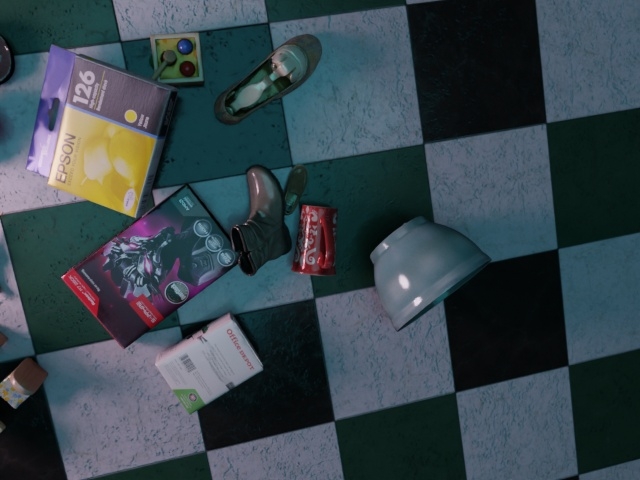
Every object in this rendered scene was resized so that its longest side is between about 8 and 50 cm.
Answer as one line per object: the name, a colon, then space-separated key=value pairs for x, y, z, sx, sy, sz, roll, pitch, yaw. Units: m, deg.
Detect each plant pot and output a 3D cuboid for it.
plant pot: x=0.249 y=0.063 z=1.521 sx=0.293 sy=0.293 sz=0.196 roll=-36 pitch=77 yaw=-4

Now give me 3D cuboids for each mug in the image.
mug: x=0.005 y=0.000 z=1.522 sx=0.113 sy=0.150 sz=0.169 roll=2 pitch=94 yaw=-49

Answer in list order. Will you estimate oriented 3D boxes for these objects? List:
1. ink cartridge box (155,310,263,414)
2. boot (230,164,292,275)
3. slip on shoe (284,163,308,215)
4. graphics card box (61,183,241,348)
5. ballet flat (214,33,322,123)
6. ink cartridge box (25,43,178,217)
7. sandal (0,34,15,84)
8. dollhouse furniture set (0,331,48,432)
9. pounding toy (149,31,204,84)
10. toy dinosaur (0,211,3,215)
ink cartridge box: x=-0.277 y=0.305 z=1.533 sx=0.219 sy=0.092 sz=0.160 roll=-30 pitch=103 yaw=-5
boot: x=-0.155 y=-0.050 z=1.464 sx=0.084 sy=0.161 sz=0.246 roll=-6 pitch=104 yaw=36
slip on shoe: x=-0.067 y=-0.127 z=1.534 sx=0.052 sy=0.041 sz=0.135 roll=24 pitch=93 yaw=-13
graphics card box: x=-0.400 y=0.060 z=1.475 sx=0.371 sy=0.094 sz=0.232 roll=-37 pitch=102 yaw=-5
ballet flat: x=-0.116 y=-0.384 z=1.454 sx=0.316 sy=0.106 sz=0.107 roll=-41 pitch=103 yaw=-3
ink cartridge box: x=-0.506 y=-0.244 z=1.361 sx=0.307 sy=0.072 sz=0.303 roll=19 pitch=105 yaw=-1
sandal: x=-0.905 y=-0.367 z=1.308 sx=0.446 sy=0.107 sz=0.167 roll=-20 pitch=102 yaw=-8
dollhouse furniture set: x=-0.903 y=0.341 z=1.338 sx=0.362 sy=0.256 sz=0.394 roll=-43 pitch=103 yaw=-2
pounding toy: x=-0.345 y=-0.410 z=1.410 sx=0.141 sy=0.100 sz=0.130 roll=-6 pitch=99 yaw=-9
toy dinosaur: x=-0.796 y=0.033 z=1.422 sx=0.112 sy=0.064 sz=0.211 roll=-6 pitch=109 yaw=-28
